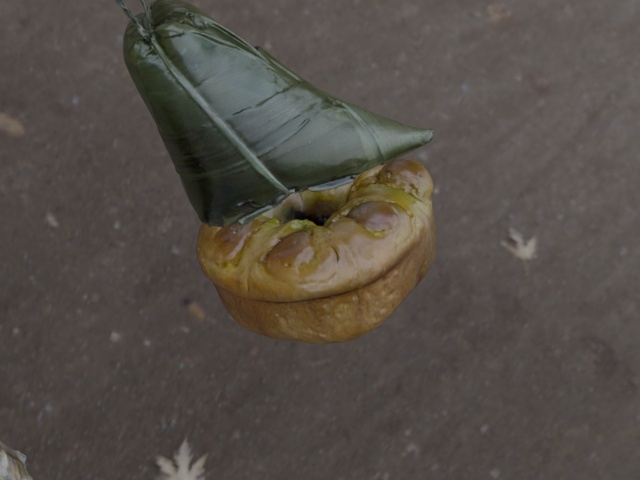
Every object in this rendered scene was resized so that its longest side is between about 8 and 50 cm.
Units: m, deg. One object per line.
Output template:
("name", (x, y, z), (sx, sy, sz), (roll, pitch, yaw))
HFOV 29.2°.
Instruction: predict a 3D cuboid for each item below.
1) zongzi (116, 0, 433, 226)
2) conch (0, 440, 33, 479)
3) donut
("zongzi", (-0.026, -0.090, 0.601), (0.130, 0.154, 0.062), (-18, 30, 9))
("conch", (-0.230, 0.157, 0.633), (0.207, 0.130, 0.155), (27, 5, -46))
("donut", (-0.001, -0.001, 1.142), (0.226, 0.114, 0.227), (-9, 36, 7))
